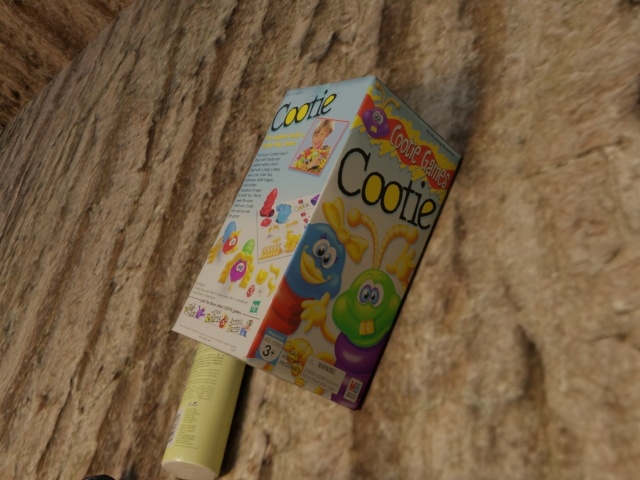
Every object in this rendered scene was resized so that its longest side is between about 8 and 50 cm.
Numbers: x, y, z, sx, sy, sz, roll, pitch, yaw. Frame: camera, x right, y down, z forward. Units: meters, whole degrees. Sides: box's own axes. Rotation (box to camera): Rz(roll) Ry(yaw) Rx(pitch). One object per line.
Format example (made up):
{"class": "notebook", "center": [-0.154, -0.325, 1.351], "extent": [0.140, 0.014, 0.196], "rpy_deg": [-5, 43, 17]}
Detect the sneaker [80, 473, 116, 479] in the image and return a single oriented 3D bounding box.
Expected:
{"class": "sneaker", "center": [-0.345, 0.388, 0.778], "extent": [0.283, 0.110, 0.122], "rpy_deg": [-52, 20, -17]}

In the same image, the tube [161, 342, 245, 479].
{"class": "tube", "center": [-0.115, 0.146, 0.761], "extent": [0.070, 0.062, 0.240], "rpy_deg": [7, 53, 4]}

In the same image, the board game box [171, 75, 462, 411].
{"class": "board game box", "center": [0.000, 0.000, 0.657], "extent": [0.144, 0.142, 0.275], "rpy_deg": [8, 70, 53]}
